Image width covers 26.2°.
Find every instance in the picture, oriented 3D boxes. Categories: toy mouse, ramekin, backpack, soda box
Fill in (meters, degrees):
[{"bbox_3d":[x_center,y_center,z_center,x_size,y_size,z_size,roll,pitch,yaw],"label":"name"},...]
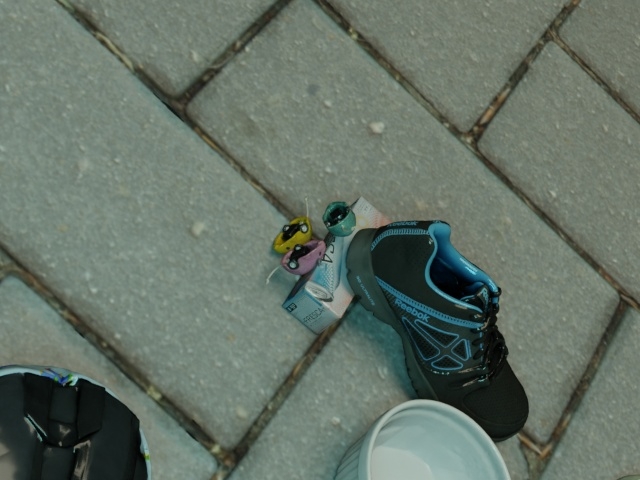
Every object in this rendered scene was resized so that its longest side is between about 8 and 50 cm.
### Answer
[{"bbox_3d":[0.000,0.000,1.685,0.031,0.143,0.161,55,51,-24],"label":"toy mouse"},{"bbox_3d":[0.112,0.299,1.600,0.207,0.109,0.207,17,56,-26],"label":"ramekin"},{"bbox_3d":[-0.294,0.286,1.253,0.290,0.273,0.356,17,82,-25],"label":"backpack"},{"bbox_3d":[0.025,0.030,1.732,0.063,0.058,0.183,40,48,-9],"label":"soda box"}]

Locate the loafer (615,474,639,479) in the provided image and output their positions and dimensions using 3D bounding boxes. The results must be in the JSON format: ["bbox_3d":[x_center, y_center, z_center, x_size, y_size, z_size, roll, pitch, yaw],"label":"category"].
[{"bbox_3d":[0.468,0.418,1.776,0.268,0.102,0.092,49,42,-1],"label":"loafer"}]

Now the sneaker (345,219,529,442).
[{"bbox_3d":[0.170,0.118,1.695,0.341,0.139,0.125,51,46,-21],"label":"sneaker"}]
